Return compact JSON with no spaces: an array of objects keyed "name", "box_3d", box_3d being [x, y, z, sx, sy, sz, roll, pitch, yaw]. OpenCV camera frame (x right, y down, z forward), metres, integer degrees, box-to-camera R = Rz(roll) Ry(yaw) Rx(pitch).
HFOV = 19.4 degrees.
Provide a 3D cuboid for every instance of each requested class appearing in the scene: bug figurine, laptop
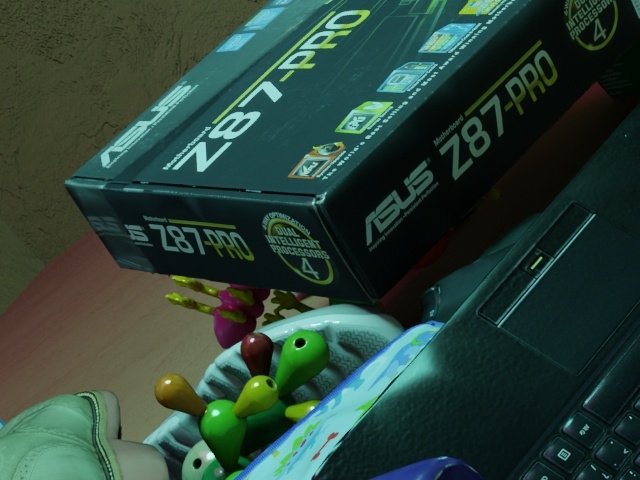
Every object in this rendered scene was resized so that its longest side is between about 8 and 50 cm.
[{"name":"bug figurine","box_3d":[0.000,0.000,1.442,0.279,0.072,0.216,19,79,47]},{"name":"laptop","box_3d":[0.165,0.049,0.670,0.234,0.264,0.136,-46,-26,-24]}]

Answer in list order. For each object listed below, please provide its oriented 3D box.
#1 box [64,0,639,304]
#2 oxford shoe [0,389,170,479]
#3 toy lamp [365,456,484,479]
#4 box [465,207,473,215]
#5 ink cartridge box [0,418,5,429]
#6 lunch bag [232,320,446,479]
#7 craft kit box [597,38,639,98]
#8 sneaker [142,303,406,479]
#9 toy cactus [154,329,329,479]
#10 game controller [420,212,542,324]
[{"name":"box","box_3d":[0.048,-0.121,1.354,0.395,0.097,0.318,-44,26,-25]},{"name":"oxford shoe","box_3d":[-0.180,0.147,1.097,0.348,0.130,0.123,173,102,-73]},{"name":"toy lamp","box_3d":[0.108,0.098,0.569,0.275,0.080,0.080,-10,26,29]},{"name":"box","box_3d":[0.060,-0.045,1.549,0.101,0.102,0.087,-39,12,21]},{"name":"ink cartridge box","box_3d":[-0.335,0.272,1.523,0.233,0.171,0.168,-39,10,16]},{"name":"lunch bag","box_3d":[0.018,0.140,0.993,0.219,0.090,0.176,-42,7,-2]},{"name":"craft kit box","box_3d":[0.329,-0.211,1.367,0.247,0.061,0.250,-42,10,-12]},{"name":"sneaker","box_3d":[-0.029,0.097,1.284,0.281,0.105,0.115,-32,15,47]},{"name":"toy cactus","box_3d":[-0.069,0.150,1.159,0.180,0.112,0.219,180,109,-82]},{"name":"game controller","box_3d":[0.180,-0.001,1.081,0.166,0.067,0.319,-32,3,-36]}]
